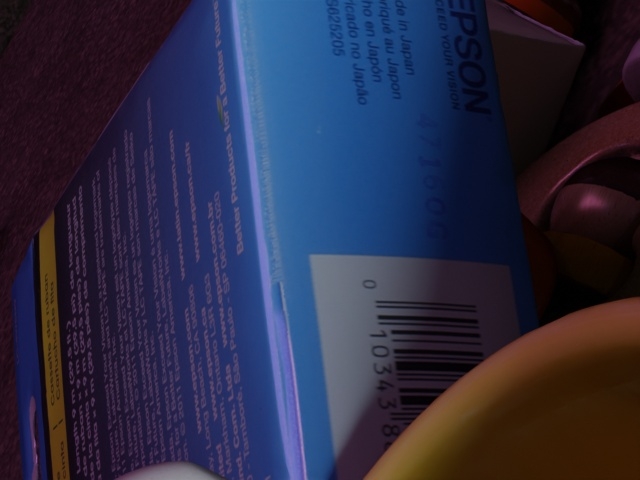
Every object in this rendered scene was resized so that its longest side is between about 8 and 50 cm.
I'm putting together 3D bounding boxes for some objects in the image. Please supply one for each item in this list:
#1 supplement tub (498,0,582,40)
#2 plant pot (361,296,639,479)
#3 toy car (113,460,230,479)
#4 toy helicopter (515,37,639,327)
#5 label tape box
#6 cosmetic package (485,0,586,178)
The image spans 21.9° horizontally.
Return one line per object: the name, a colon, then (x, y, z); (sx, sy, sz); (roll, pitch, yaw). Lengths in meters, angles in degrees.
supplement tub: (0.089, -0.109, 0.998); (0.198, 0.106, 0.106); (-61, 23, -2)
plant pot: (0.130, 0.175, 0.421); (0.254, 0.239, 0.254); (-46, 27, 32)
toy car: (-0.067, 0.129, 0.399); (0.159, 0.136, 0.182); (-63, 23, -4)
toy helicopter: (0.196, -0.044, 0.718); (0.355, 0.140, 0.235); (-32, 27, 34)
label tape box: (-0.038, 0.072, 0.707); (0.347, 0.115, 0.249); (134, 133, -58)
cosmetic package: (0.000, 0.000, 0.881); (0.153, 0.129, 0.296); (33, 111, 42)
